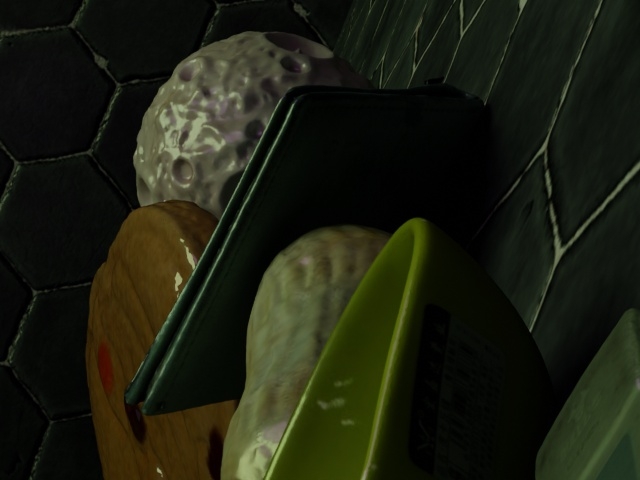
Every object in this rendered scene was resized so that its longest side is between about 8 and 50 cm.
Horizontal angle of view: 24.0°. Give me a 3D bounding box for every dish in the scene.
[{"bbox_3d":[0.037,0.127,0.633,0.262,0.108,0.221,-75,9,-53],"label":"dish"}]

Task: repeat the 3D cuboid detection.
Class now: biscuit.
[{"bbox_3d":[-0.138,0.157,1.369,0.455,0.078,0.350,111,145,-49],"label":"biscuit"}]

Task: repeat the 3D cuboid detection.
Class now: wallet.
[{"bbox_3d":[-0.001,-0.001,1.078,0.290,0.054,0.251,-4,-57,-59],"label":"wallet"}]

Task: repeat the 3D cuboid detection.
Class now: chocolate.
[{"bbox_3d":[0.014,0.087,0.893,0.309,0.134,0.134,-81,14,-61],"label":"chocolate"}]

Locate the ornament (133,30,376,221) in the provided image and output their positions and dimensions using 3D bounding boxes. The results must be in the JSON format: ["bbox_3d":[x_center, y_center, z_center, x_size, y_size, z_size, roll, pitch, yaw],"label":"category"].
[{"bbox_3d":[-0.049,-0.082,1.442,0.259,0.259,0.225,-85,11,-70],"label":"ornament"}]

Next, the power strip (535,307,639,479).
[{"bbox_3d":[0.098,0.115,0.402,0.272,0.052,0.078,-79,13,-60],"label":"power strip"}]
